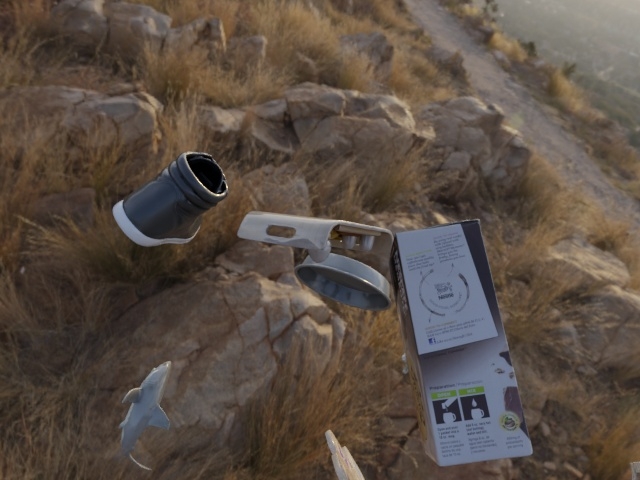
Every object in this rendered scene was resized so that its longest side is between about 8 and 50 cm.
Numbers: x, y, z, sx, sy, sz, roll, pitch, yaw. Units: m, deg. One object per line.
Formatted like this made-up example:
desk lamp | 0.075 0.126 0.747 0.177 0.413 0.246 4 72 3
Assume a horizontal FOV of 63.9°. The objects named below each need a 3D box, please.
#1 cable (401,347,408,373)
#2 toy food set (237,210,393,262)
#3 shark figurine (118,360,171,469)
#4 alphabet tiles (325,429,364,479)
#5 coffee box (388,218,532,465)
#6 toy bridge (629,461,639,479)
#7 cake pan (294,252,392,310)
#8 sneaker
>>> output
cable | 0.278 0.202 1.254 0.072 0.139 0.287 26 35 17
toy food set | 0.000 0.000 1.138 0.219 0.092 0.306 8 0 33
shark figurine | -0.421 0.449 1.245 0.116 0.278 0.166 21 3 7
alphabet tiles | 0.079 0.397 0.669 0.021 0.278 0.284 -29 12 -3
coffee box | 0.181 0.141 0.720 0.119 0.168 0.297 -9 74 2
toy bridge | 0.458 0.407 0.707 0.026 0.063 0.188 29 51 -48
cake pan | 0.069 0.117 1.458 0.293 0.293 0.054 21 69 4
sneaker | -0.207 -0.071 0.842 0.104 0.147 0.296 57 7 -4
